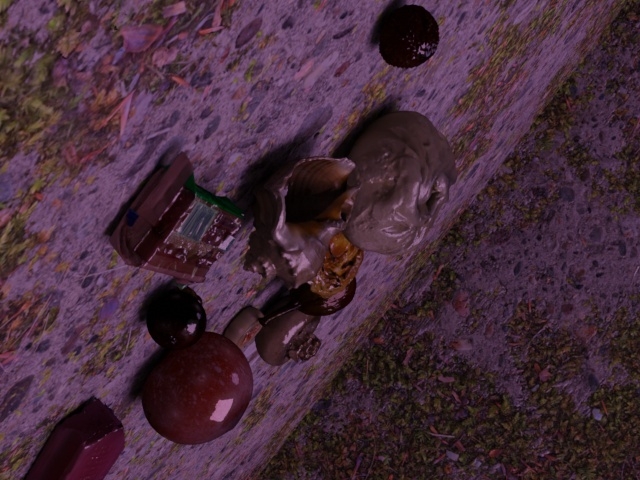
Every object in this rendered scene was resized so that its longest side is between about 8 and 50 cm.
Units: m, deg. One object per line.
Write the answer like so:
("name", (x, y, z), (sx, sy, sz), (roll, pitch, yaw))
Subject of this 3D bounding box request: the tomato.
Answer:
("tomato", (-0.278, 0.353, 2.000), (0.270, 0.227, 0.270), (-45, 160, -21))

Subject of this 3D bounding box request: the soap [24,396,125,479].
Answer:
("soap", (-0.514, 0.450, 1.830), (0.162, 0.099, 0.250), (-5, 133, -59))

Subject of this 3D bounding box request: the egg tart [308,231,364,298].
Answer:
("egg tart", (0.000, 0.000, 2.128), (0.297, 0.132, 0.297), (-27, 123, -51))

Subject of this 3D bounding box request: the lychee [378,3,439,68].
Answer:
("lychee", (0.174, -0.404, 1.719), (0.129, 0.123, 0.123), (-28, 174, 24))

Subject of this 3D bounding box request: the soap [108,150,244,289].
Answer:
("soap", (-0.237, -0.023, 1.492), (0.218, 0.098, 0.273), (-51, 165, 3))

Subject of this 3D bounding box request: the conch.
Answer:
("conch", (-0.055, -0.060, 1.773), (0.324, 0.186, 0.263), (-55, 152, -35))

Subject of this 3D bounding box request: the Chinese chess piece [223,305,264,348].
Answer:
("Chinese chess piece", (-0.199, 0.230, 2.256), (0.122, 0.051, 0.122), (-46, 163, -18))

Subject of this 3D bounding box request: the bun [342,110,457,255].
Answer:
("bun", (0.198, -0.133, 2.079), (0.360, 0.211, 0.359), (-41, 142, -43))

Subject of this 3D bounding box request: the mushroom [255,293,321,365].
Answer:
("mushroom", (-0.079, 0.255, 2.413), (0.226, 0.178, 0.226), (-50, 159, -27))

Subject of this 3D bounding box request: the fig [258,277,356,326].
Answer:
("fig", (-0.028, 0.153, 2.293), (0.290, 0.191, 0.190), (-50, 165, -14))

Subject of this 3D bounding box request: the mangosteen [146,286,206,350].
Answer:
("mangosteen", (-0.286, 0.151, 1.738), (0.140, 0.140, 0.140), (-45, 163, -17))
